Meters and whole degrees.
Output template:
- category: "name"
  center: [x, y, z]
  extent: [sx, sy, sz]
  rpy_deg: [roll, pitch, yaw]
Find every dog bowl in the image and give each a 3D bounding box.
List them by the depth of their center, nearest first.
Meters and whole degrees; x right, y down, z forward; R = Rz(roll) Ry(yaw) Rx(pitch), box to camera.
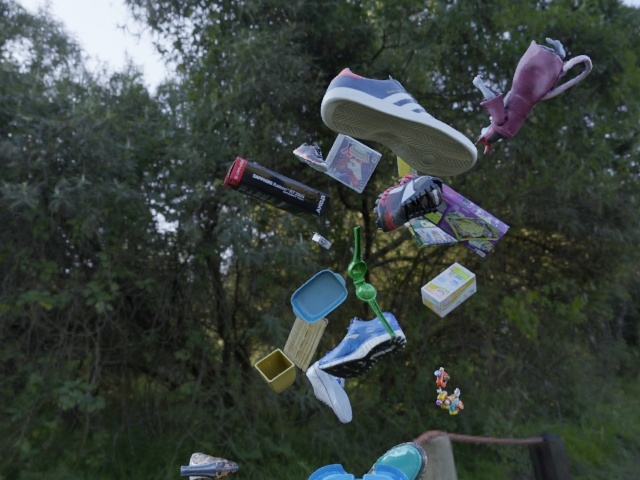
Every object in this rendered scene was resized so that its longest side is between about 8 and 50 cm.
- category: "dog bowl"
  center: [0.109, 0.733, 1.544]
  extent: [0.297, 0.074, 0.166]
  rpy_deg: [-3, 19, 9]

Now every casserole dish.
- category: "casserole dish"
  center: [-0.002, 0.167, 1.621]
  extent: [0.188, 0.114, 0.037]
  rpy_deg: [-40, -1, 15]

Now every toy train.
- category: "toy train"
  center: [0.435, 0.507, 1.788]
  extent: [0.046, 0.125, 0.166]
  rpy_deg: [-13, -46, 41]

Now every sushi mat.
- category: "sushi mat"
  center: [-0.069, 0.421, 2.327]
  extent: [0.019, 0.151, 0.316]
  rpy_deg: [-21, -39, -47]

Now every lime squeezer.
- category: "lime squeezer"
  center: [0.131, 0.113, 1.466]
  extent: [0.059, 0.310, 0.110]
  rpy_deg: [-21, 4, -40]

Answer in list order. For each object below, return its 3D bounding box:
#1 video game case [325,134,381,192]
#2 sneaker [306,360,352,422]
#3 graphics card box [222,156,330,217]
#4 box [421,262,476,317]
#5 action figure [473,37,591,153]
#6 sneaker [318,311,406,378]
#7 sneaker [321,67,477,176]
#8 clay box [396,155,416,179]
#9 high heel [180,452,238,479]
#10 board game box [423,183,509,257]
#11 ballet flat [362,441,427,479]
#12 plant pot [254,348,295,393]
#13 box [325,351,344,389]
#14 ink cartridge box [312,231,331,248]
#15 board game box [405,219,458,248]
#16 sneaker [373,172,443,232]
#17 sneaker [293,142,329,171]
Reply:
- category: "video game case"
  center: [0.128, -0.327, 2.256]
  extent: [0.201, 0.183, 0.023]
  rpy_deg: [31, 18, 8]
- category: "sneaker"
  center: [0.033, 0.601, 2.102]
  extent: [0.091, 0.258, 0.094]
  rpy_deg: [-38, -20, 25]
- category: "graphics card box"
  center: [-0.169, -0.185, 2.002]
  extent: [0.371, 0.094, 0.233]
  rpy_deg: [23, -7, -13]
- category: "box"
  center: [0.533, 0.205, 2.225]
  extent: [0.203, 0.114, 0.103]
  rpy_deg: [-33, -48, -17]
- category: "action figure"
  center: [0.629, -0.423, 1.668]
  extent: [0.248, 0.276, 0.370]
  rpy_deg: [11, -65, -48]
- category: "sneaker"
  center: [0.128, 0.342, 1.760]
  extent: [0.330, 0.147, 0.130]
  rpy_deg: [-34, -48, 24]
- category: "sneaker"
  center: [0.177, -0.261, 1.131]
  extent: [0.350, 0.148, 0.131]
  rpy_deg: [24, -39, -13]
- category: "clay box"
  center: [0.272, -0.278, 1.706]
  extent: [0.053, 0.222, 0.127]
  rpy_deg: [-8, 2, 15]
- category: "high heel"
  center: [-0.367, 0.793, 1.877]
  extent: [0.186, 0.093, 0.261]
  rpy_deg: [-2, -15, -1]
- category: "board game box"
  center: [0.558, -0.087, 2.153]
  extent: [0.347, 0.056, 0.208]
  rpy_deg: [36, -24, 12]
- category: "ballet flat"
  center: [0.231, 0.886, 1.908]
  extent: [0.182, 0.164, 0.483]
  rpy_deg: [26, -68, -41]
- category: "plant pot"
  center: [-0.114, 0.360, 1.441]
  extent: [0.081, 0.081, 0.083]
  rpy_deg: [-32, -49, -22]
- category: "box"
  center: [0.062, 0.564, 2.306]
  extent: [0.072, 0.137, 0.126]
  rpy_deg: [2, -31, 14]
- category: "ink cartridge box"
  center: [0.000, 0.000, 2.217]
  extent: [0.083, 0.028, 0.048]
  rpy_deg: [37, -8, -31]
- category: "board game box"
  center: [0.489, -0.033, 2.346]
  extent: [0.259, 0.136, 0.030]
  rpy_deg: [-5, -38, -43]
- category: "sneaker"
  center: [0.242, -0.104, 1.417]
  extent: [0.135, 0.098, 0.276]
  rpy_deg: [3, 28, 34]
- category: "sneaker"
  center: [-0.021, -0.266, 1.662]
  extent: [0.158, 0.065, 0.061]
  rpy_deg: [36, -6, 40]
